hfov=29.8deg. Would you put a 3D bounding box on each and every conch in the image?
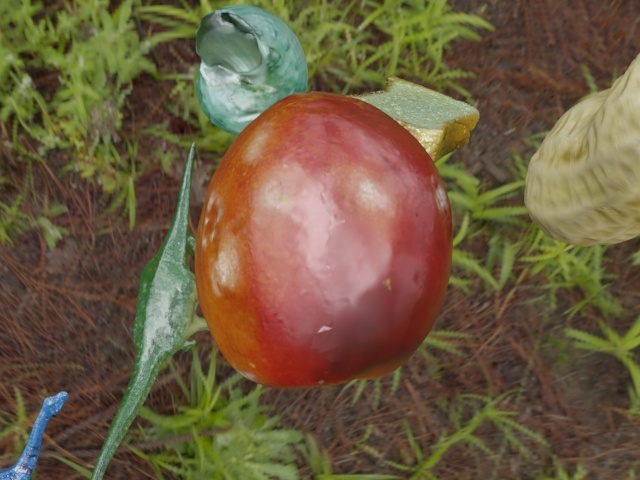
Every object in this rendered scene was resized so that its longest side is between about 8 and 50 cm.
[{"bbox_3d":[-0.111,-0.251,1.790,0.196,0.202,0.134,49,37,-7],"label":"conch"}]

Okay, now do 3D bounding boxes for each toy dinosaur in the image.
[{"bbox_3d":[-0.372,0.304,1.305,0.329,0.144,0.076,-39,49,-6],"label":"toy dinosaur"},{"bbox_3d":[-0.230,0.100,1.555,0.087,0.301,0.447,2,98,28],"label":"toy dinosaur"}]

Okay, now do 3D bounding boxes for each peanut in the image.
[{"bbox_3d":[0.300,-0.089,1.150,0.140,0.325,0.153,9,65,-11],"label":"peanut"}]

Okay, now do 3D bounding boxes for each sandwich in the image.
[{"bbox_3d":[0.136,-0.191,1.906,0.186,0.215,0.065,24,116,24],"label":"sandwich"}]

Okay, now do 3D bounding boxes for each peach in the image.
[{"bbox_3d":[0.000,0.000,0.955,0.200,0.243,0.243,5,77,-18],"label":"peach"}]
